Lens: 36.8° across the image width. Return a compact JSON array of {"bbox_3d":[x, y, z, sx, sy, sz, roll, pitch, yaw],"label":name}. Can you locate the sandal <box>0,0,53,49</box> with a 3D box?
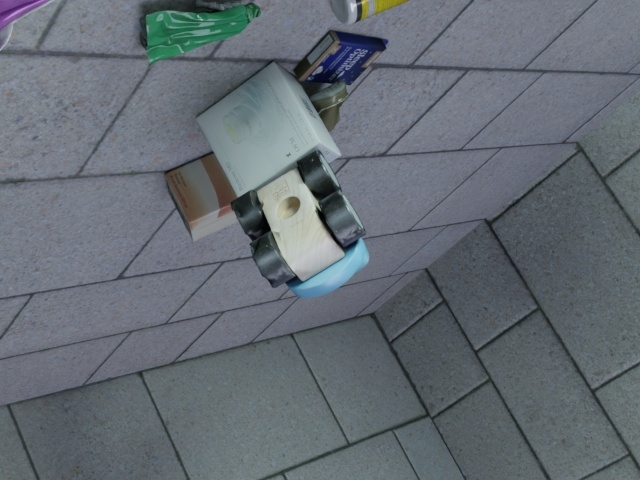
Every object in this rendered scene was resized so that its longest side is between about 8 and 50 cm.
[{"bbox_3d":[-0.536,-0.318,1.470,0.416,0.102,0.169,-34,161,15],"label":"sandal"}]

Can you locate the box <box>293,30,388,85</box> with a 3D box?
[{"bbox_3d":[0.058,-0.413,2.200,0.225,0.037,0.136,-8,153,-50],"label":"box"}]

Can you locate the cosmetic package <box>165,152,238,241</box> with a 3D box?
[{"bbox_3d":[-0.213,-0.138,2.351,0.296,0.153,0.129,-26,163,-13],"label":"cosmetic package"}]

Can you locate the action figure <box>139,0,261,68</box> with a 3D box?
[{"bbox_3d":[-0.218,-0.401,1.781,0.232,0.064,0.137,-18,157,-20],"label":"action figure"}]

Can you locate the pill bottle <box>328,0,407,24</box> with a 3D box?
[{"bbox_3d":[0.121,-0.514,1.889,0.208,0.119,0.119,-24,161,-13],"label":"pill bottle"}]

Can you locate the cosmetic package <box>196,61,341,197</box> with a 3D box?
[{"bbox_3d":[-0.117,-0.229,2.127,0.224,0.224,0.138,-34,162,15],"label":"cosmetic package"}]

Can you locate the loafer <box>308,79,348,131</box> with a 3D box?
[{"bbox_3d":[0.018,-0.304,2.249,0.094,0.087,0.251,-32,-179,-14],"label":"loafer"}]

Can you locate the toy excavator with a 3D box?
[{"bbox_3d":[0.000,0.000,2.143,0.222,0.433,0.445,-31,135,6],"label":"toy excavator"}]
